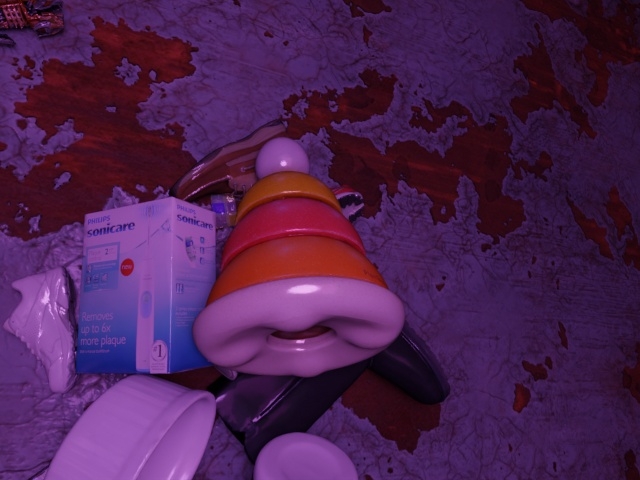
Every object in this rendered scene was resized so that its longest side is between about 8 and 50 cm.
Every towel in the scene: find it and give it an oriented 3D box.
[{"bbox_3d":[-0.223,-0.069,0.970,0.060,0.009,0.083,-4,80,-24],"label":"towel"}]

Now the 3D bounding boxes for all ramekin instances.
[{"bbox_3d":[-0.301,0.356,0.676,0.135,0.277,0.277,19,69,11],"label":"ramekin"}]

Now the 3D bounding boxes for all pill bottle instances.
[{"bbox_3d":[-0.057,0.548,0.759,0.188,0.188,0.333,8,103,-22],"label":"pill bottle"}]

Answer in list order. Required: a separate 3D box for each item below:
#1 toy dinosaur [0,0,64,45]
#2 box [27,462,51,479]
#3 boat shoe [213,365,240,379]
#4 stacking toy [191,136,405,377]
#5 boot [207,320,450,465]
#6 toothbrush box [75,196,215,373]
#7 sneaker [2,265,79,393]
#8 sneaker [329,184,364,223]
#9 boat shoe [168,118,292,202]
[{"bbox_3d":[-0.680,-0.498,0.795,0.322,0.164,0.218,-1,95,-45],"label":"toy dinosaur"},{"bbox_3d":[-0.415,0.478,0.751,0.114,0.036,0.207,-32,93,-26],"label":"box"},{"bbox_3d":[-0.227,0.164,0.854,0.079,0.095,0.254,-25,63,-41],"label":"boat shoe"},{"bbox_3d":[-0.052,-0.010,0.807,0.351,0.350,0.479,9,53,-22],"label":"stacking toy"},{"bbox_3d":[0.034,0.335,0.917,0.445,0.146,0.367,-35,86,-29],"label":"boot"},{"bbox_3d":[-0.316,0.088,0.771,0.126,0.217,0.295,24,62,-65],"label":"toothbrush box"},{"bbox_3d":[-0.506,0.168,0.761,0.115,0.090,0.232,-11,74,-19],"label":"sneaker"},{"bbox_3d":[-0.034,-0.063,1.009,0.279,0.118,0.107,-16,123,-8],"label":"sneaker"},{"bbox_3d":[-0.181,-0.159,0.949,0.324,0.123,0.119,-38,100,-26],"label":"boat shoe"}]
